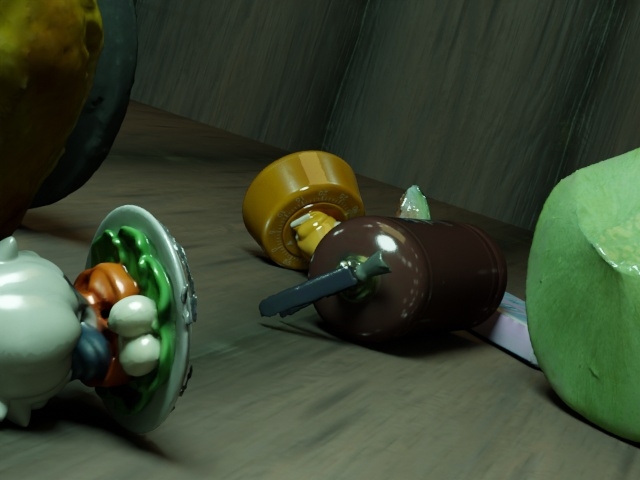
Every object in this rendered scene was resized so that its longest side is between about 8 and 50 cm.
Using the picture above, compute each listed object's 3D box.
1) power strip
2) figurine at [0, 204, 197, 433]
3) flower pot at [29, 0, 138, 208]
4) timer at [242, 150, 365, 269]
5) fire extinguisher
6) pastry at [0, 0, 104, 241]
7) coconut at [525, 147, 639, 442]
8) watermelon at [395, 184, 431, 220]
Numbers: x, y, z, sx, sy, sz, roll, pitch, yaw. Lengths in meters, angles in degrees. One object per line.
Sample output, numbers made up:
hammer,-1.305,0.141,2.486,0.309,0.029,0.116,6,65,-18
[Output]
power strip,0.208,0.090,1.674,0.109,0.037,0.279,15,7,-26
figurine,-0.158,0.046,0.847,0.154,0.132,0.132,-3,17,-33
flower pot,-0.374,-0.170,1.344,0.379,0.379,0.251,21,29,28
timer,0.000,0.000,1.664,0.132,0.132,0.152,13,32,-31
fire extinguisher,0.066,0.039,1.465,0.135,0.114,0.337,-27,-11,19
pastry,-0.287,-0.112,0.885,0.356,0.356,0.164,19,37,12
coconut,0.331,0.040,1.361,0.328,0.281,0.328,13,0,0
watermelon,0.070,0.028,1.832,0.158,0.121,0.098,-27,-6,-5
